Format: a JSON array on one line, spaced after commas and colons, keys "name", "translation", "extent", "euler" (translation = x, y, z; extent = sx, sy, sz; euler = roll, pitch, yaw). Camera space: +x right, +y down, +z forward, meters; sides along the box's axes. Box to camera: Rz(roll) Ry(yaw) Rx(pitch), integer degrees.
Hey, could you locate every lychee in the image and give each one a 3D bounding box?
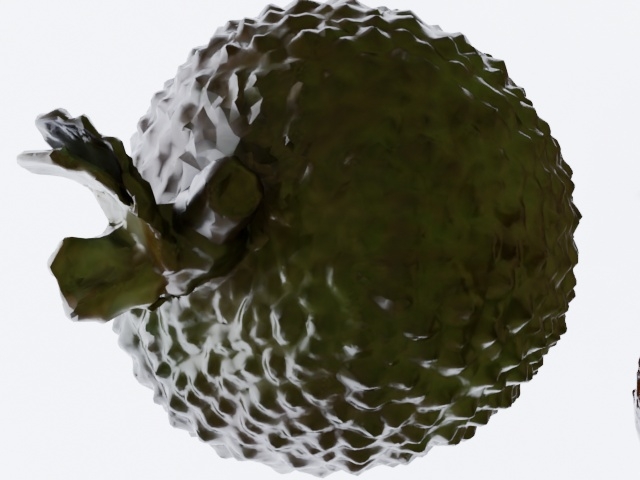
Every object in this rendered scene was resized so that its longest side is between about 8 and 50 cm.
[{"name": "lychee", "translation": [0.007, 0.000, 0.993], "extent": [0.320, 0.270, 0.270], "euler": [-16, -92, -75]}]

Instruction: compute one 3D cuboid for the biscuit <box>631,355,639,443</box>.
[{"name": "biscuit", "translation": [0.240, 0.061, 0.888], "extent": [0.192, 0.049, 0.192], "euler": [-8, -65, -17]}]
